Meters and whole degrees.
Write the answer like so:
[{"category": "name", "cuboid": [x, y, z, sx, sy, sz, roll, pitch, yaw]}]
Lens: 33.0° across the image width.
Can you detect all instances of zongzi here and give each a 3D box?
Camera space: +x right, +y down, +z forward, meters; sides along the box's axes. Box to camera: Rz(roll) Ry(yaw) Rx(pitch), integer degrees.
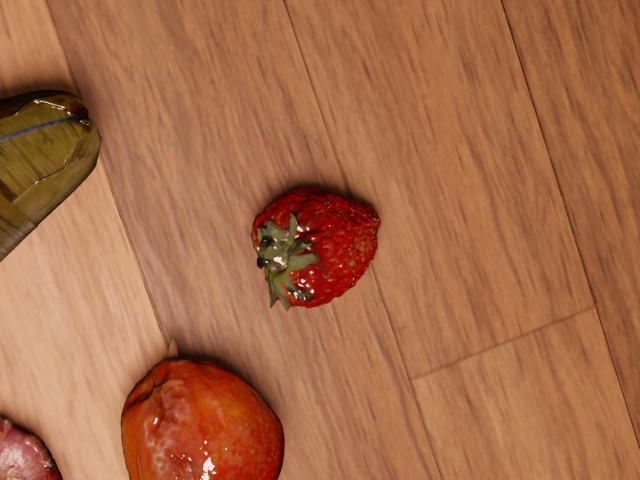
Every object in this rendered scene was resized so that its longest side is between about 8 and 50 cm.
[{"category": "zongzi", "cuboid": [-0.406, -0.101, 1.067, 0.300, 0.138, 0.286, 43, 77, -1]}]

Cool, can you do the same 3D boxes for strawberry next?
[{"category": "strawberry", "cuboid": [-0.006, 0.003, 1.175, 0.131, 0.148, 0.131, 8, 110, 24]}]

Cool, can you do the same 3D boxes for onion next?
[{"category": "onion", "cuboid": [-0.350, 0.274, 1.087, 0.184, 0.147, 0.184, 27, 46, -32]}]

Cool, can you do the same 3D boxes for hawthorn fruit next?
[{"category": "hawthorn fruit", "cuboid": [-0.127, 0.213, 1.129, 0.179, 0.173, 0.173, 38, 82, 15]}]
